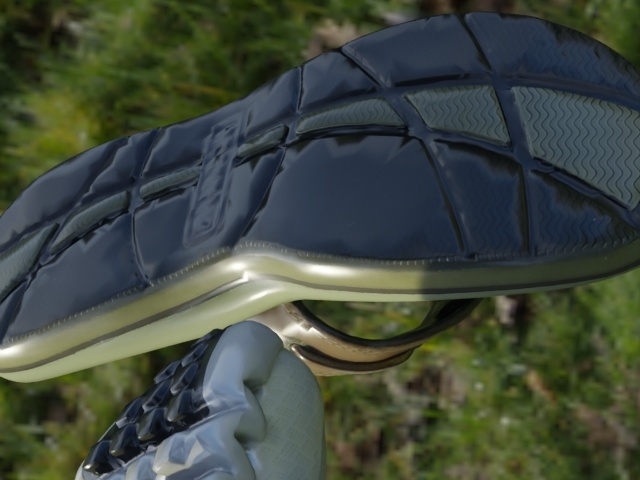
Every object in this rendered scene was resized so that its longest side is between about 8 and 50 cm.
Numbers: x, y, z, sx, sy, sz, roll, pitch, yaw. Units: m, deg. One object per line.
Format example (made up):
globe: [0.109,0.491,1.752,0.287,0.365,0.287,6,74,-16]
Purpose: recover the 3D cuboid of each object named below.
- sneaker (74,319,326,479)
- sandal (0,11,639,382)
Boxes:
sneaker: [-0.028,0.165,0.498,0.110,0.118,0.292,-31,45,51]
sandal: [-0.001,-0.001,0.681,0.303,0.086,0.120,-12,44,36]
